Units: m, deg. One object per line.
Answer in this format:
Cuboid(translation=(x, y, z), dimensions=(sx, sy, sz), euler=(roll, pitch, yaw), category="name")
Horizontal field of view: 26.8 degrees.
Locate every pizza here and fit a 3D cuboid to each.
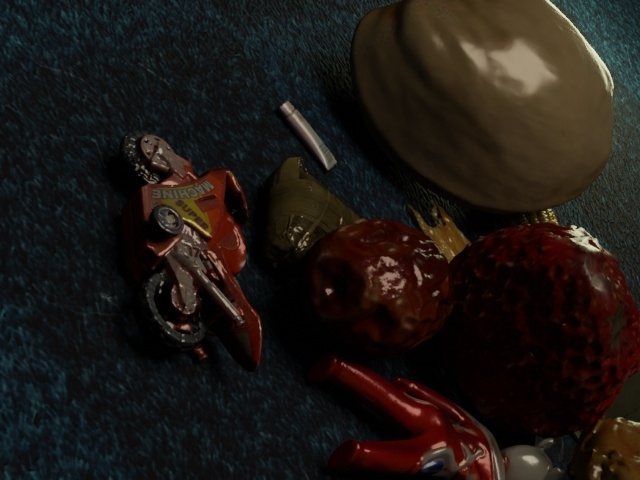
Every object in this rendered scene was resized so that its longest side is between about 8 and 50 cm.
Cuboid(translation=(0.201, 0.052, 1.937), dimensions=(0.262, 0.034, 0.181), euler=(53, 31, -5), category="pizza")

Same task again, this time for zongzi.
Cuboid(translation=(0.000, 0.000, 1.693), dimensions=(0.176, 0.078, 0.160), euler=(38, 39, -28), category="zongzi")

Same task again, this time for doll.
Cuboid(translation=(0.153, 0.252, 1.623), dimensions=(0.384, 0.099, 0.188), euler=(23, 36, -32), category="doll")

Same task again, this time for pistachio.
Cuboid(translation=(0.247, -0.227, 2.035), dimensions=(0.445, 0.281, 0.365), euler=(22, 73, -20), category="pistachio")

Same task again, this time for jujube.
Cuboid(translation=(0.070, 0.057, 1.620), dimensions=(0.174, 0.174, 0.250), euler=(61, 17, 14), category="jujube")

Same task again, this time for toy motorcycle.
Cuboid(translation=(-0.144, 0.002, 1.481), dimensions=(0.171, 0.089, 0.298), euler=(25, 41, -39), category="toy motorcycle")

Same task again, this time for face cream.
Cuboid(translation=(-0.017, -0.146, 1.867), dimensions=(0.115, 0.020, 0.038), euler=(50, 30, -6), category="face cream")

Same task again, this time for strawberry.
Cuboid(translation=(0.299, 0.101, 1.736), dimensions=(0.292, 0.310, 0.291), euler=(25, 48, -31), category="strawberry")

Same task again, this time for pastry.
Cuboid(translation=(0.438, 0.355, 1.696), dimensions=(0.311, 0.162, 0.255), euler=(23, 22, -16), category="pastry")

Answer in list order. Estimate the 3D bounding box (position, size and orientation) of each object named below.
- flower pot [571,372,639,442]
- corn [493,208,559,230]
Cuboid(translation=(0.480, 0.215, 1.989), dimensions=(0.212, 0.202, 0.212), euler=(33, 39, -32), category="flower pot")
Cuboid(translation=(0.330, -0.013, 2.122), dimensions=(0.101, 0.101, 0.291), euler=(25, 37, -38), category="corn")
